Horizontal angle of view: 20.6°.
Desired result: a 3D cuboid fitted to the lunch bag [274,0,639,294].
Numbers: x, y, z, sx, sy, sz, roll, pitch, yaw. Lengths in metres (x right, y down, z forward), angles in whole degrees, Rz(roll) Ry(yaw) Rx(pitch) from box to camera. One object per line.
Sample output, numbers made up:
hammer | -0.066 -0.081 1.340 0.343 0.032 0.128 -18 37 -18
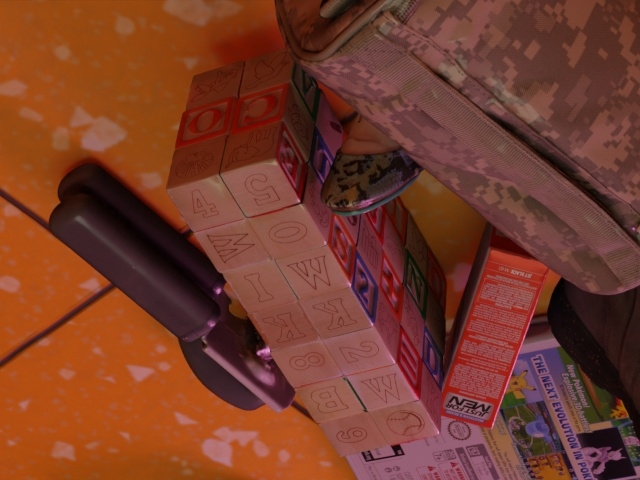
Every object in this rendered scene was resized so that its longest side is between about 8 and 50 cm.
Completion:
lunch bag | 0.123 -0.129 1.129 0.305 0.256 0.212 36 128 -26

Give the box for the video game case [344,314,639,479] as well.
video game case | 0.184 0.201 1.592 0.299 0.036 0.329 -13 129 18

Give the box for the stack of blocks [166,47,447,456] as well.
stack of blocks | 0.000 0.000 1.326 0.087 0.171 0.297 -15 130 20

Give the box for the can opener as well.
can opener | -0.127 0.055 1.461 0.095 0.076 0.283 -30 123 29

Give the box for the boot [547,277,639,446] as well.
boot | 0.296 0.075 1.282 0.118 0.338 0.223 -26 147 -29

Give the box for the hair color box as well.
hair color box | 0.139 0.055 1.397 0.053 0.093 0.167 16 124 0

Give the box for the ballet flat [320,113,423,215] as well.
ballet flat | 0.054 -0.077 1.253 0.070 0.188 0.070 13 117 26
